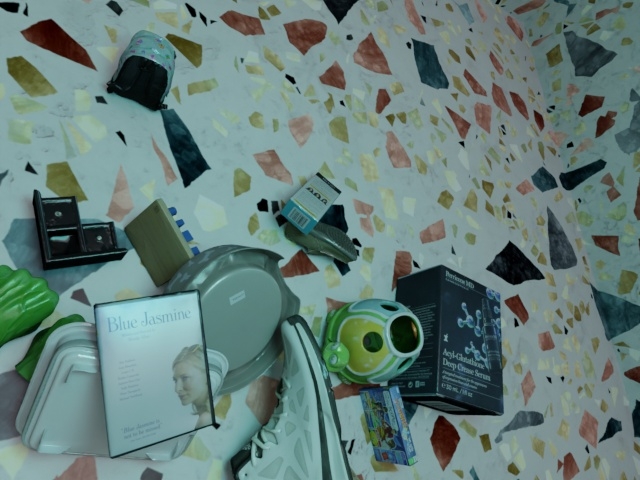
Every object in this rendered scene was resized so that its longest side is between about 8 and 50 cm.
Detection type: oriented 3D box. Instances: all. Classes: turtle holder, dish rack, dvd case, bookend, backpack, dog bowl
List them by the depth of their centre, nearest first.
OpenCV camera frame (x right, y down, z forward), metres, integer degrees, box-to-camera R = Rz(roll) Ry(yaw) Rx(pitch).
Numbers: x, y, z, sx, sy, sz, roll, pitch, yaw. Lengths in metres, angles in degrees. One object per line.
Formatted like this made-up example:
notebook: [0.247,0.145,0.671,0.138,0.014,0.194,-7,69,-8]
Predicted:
dvd case: [-0.287,0.223,0.761,0.180,0.022,0.254,-6,85,-34]
dish rack: [-0.364,0.311,0.814,0.332,0.072,0.286,21,107,-29]
bookend: [-0.521,-0.028,0.937,0.157,0.072,0.157,-7,77,-38]
dog bowl: [-0.206,0.168,0.975,0.348,0.102,0.350,-21,121,-40]
backpack: [-0.436,-0.422,1.071,0.151,0.182,0.115,12,67,-31]
turtle holder: [0.133,0.267,1.197,0.320,0.227,0.244,22,62,-28]

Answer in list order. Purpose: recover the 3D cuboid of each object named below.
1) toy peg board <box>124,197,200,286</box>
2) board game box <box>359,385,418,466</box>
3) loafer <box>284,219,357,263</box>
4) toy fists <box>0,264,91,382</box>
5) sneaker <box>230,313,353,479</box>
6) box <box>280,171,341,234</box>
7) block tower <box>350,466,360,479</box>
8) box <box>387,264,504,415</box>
toy peg board: [-0.350,-0.001,1.004,0.079,0.160,0.161,-32,93,-54]
board game box: [0.185,0.512,1.204,0.035,0.136,0.202,-6,77,-37]
loafer: [0.000,0.000,1.295,0.251,0.087,0.094,31,33,-17]
toy fists: [-0.544,0.173,0.836,0.279,0.096,0.142,49,62,-13]
sneaker: [-0.090,0.408,0.968,0.257,0.169,0.449,-13,82,-7]
box: [-0.022,-0.115,1.267,0.100,0.060,0.244,40,31,-2]
block tower: [-0.044,0.671,1.011,0.335,0.097,0.091,-38,97,-36]
box: [0.404,0.325,1.381,0.293,0.212,0.396,24,60,-26]
